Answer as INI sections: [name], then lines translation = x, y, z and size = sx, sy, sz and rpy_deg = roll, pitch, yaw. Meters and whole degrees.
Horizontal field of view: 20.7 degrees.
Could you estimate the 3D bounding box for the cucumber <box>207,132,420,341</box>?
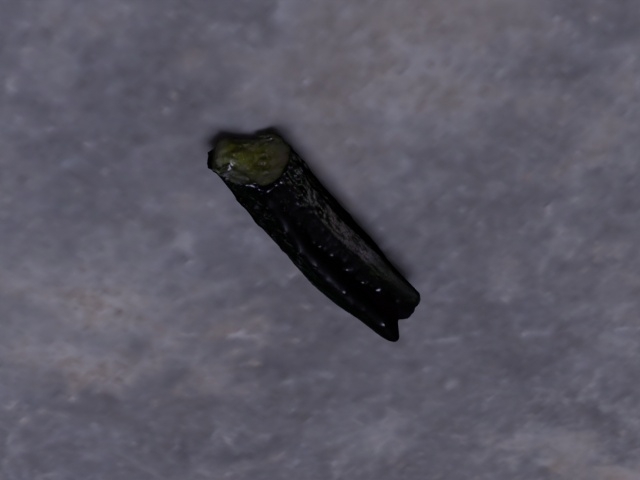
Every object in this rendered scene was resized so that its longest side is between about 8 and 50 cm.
[cucumber]
translation = -0.002, 0.000, 0.761
size = 0.034, 0.033, 0.135
rpy_deg = 2, 145, 37
